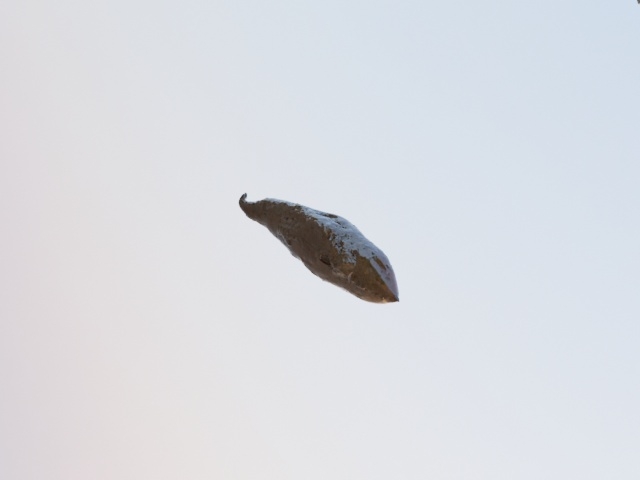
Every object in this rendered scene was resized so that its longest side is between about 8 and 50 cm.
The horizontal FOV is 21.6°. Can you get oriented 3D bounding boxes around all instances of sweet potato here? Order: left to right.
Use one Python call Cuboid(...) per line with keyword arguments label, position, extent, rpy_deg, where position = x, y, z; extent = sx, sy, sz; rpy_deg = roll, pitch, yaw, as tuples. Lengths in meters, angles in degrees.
Cuboid(label="sweet potato", position=(0.000, 0.000, 1.494), extent=(0.206, 0.060, 0.068), rpy_deg=(28, -19, 40))

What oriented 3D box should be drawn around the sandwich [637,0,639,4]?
Cuboid(label="sandwich", position=(0.336, -0.326, 1.405), extent=(0.155, 0.227, 0.198), rpy_deg=(24, 49, -61))
